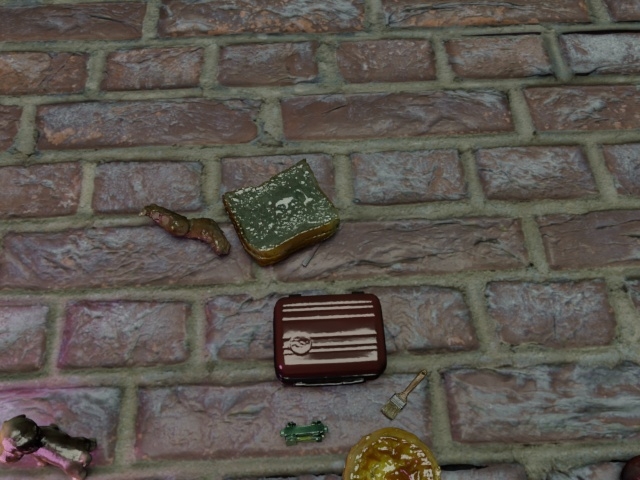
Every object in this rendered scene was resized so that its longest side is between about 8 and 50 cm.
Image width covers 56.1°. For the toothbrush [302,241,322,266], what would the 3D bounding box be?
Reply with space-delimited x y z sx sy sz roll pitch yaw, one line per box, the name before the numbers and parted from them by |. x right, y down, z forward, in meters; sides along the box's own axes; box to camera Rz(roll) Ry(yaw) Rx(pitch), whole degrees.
toothbrush | 0.000 0.001 1.819 0.014 0.017 0.194 26 65 18

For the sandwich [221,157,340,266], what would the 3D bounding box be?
sandwich | -0.117 -0.082 1.812 0.301 0.099 0.271 -25 58 -13

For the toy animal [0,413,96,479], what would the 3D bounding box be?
toy animal | -0.669 0.511 1.476 0.233 0.168 0.121 21 64 -4

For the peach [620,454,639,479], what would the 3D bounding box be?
peach | 0.808 0.587 1.454 0.152 0.152 0.152 0 62 0

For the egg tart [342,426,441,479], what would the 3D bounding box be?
egg tart | 0.172 0.582 1.465 0.241 0.106 0.241 0 59 1

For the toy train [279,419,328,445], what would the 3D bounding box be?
toy train | -0.042 0.492 1.525 0.122 0.081 0.050 -3 54 -3

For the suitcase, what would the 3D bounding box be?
suitcase | 0.023 0.264 1.599 0.297 0.161 0.236 -2 62 -2

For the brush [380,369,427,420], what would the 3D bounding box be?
brush | 0.230 0.408 1.608 0.043 0.014 0.170 40 68 20

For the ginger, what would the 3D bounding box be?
ginger | -0.395 -0.043 1.800 0.290 0.122 0.084 23 96 9
